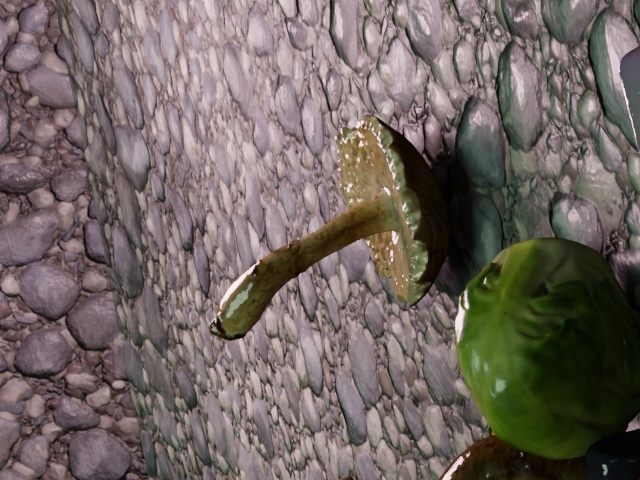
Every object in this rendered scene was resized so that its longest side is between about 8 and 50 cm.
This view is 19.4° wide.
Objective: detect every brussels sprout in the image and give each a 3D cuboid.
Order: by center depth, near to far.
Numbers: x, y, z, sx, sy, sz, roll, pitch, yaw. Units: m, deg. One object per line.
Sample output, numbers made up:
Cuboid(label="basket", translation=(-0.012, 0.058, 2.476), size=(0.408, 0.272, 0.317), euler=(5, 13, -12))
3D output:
Cuboid(label="brussels sprout", translation=(0.226, 0.112, 1.872), size=(0.161, 0.223, 0.223), euler=(-39, 66, 51))

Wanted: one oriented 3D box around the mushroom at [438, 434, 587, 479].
Cuboid(label="mushroom", translation=(0.230, 0.357, 1.982), size=(0.195, 0.263, 0.283), euler=(44, -148, -57))

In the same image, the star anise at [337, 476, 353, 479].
Cuboid(label="star anise", translation=(0.044, 0.445, 2.681), size=(0.220, 0.099, 0.214), euler=(134, 128, -66))

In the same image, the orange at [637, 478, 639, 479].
Cuboid(label="orange", translation=(0.353, 0.308, 1.690), size=(0.224, 0.170, 0.224), euler=(11, 110, 31))

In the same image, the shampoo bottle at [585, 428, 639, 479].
Cuboid(label="shampoo bottle", translation=(0.334, 0.364, 1.850), size=(0.078, 0.134, 0.359), euler=(-157, 58, -65))

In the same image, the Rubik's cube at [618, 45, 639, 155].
Cuboid(label="Rubik's cube", translation=(0.373, -0.114, 1.178), size=(0.387, 0.358, 0.368), euler=(-129, 32, -68))

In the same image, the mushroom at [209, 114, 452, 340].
Cuboid(label="mushroom", translation=(0.032, 0.012, 2.209), size=(0.208, 0.301, 0.233), euler=(32, 158, 14))

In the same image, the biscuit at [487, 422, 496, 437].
Cuboid(label="biscuit", translation=(0.233, 0.259, 2.199), size=(0.144, 0.016, 0.203), euler=(-137, 39, -55))
